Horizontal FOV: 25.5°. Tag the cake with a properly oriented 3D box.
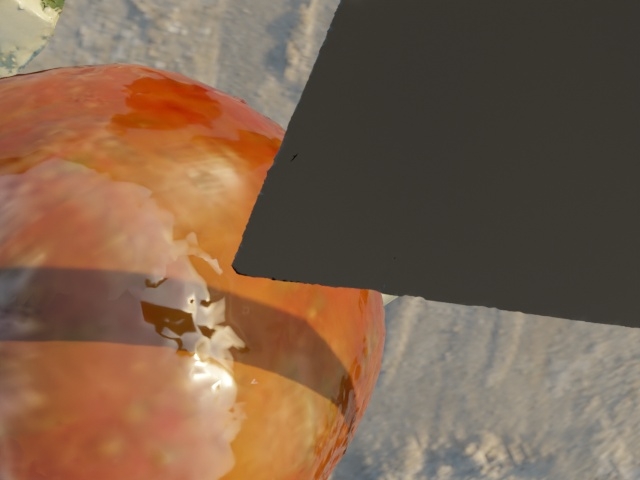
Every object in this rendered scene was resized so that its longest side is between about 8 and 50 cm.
[{"bbox_3d":[-0.331,-0.312,1.505,0.172,0.158,0.283,-19,42,54],"label":"cake"}]

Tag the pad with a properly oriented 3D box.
[{"bbox_3d":[0.106,-0.018,0.450,0.163,0.243,0.004,117,157,-51],"label":"pad"}]

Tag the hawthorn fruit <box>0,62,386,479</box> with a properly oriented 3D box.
[{"bbox_3d":[-0.109,0.042,0.673,0.284,0.284,0.284,0,90,24],"label":"hawthorn fruit"}]

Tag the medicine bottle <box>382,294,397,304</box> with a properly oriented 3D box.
[{"bbox_3d":[0.000,0.000,1.117,0.143,0.258,0.143,4,102,22],"label":"medicine bottle"}]
